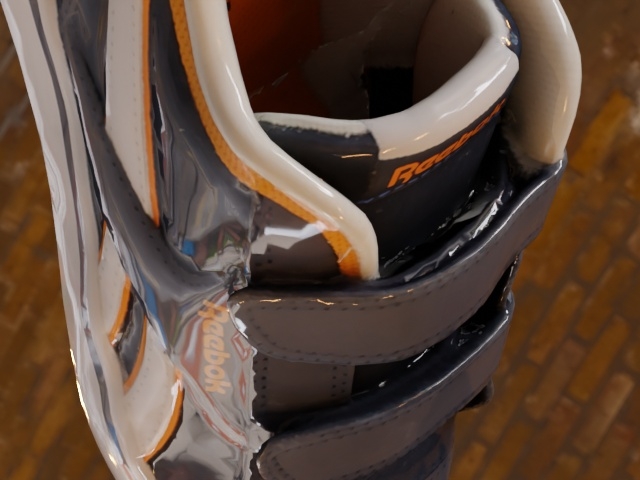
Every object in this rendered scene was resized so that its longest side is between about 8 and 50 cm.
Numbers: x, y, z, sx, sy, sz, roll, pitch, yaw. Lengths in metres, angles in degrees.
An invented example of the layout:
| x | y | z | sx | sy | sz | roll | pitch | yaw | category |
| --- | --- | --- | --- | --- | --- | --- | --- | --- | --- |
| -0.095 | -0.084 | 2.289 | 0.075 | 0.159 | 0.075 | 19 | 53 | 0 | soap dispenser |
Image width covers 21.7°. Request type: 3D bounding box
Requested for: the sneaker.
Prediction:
| x | y | z | sx | sy | sz | roll | pitch | yaw | category |
| --- | --- | --- | --- | --- | --- | --- | --- | --- | --- |
| 0.000 | 0.000 | 0.472 | 0.127 | 0.321 | 0.126 | 16 | -137 | 40 | sneaker |
